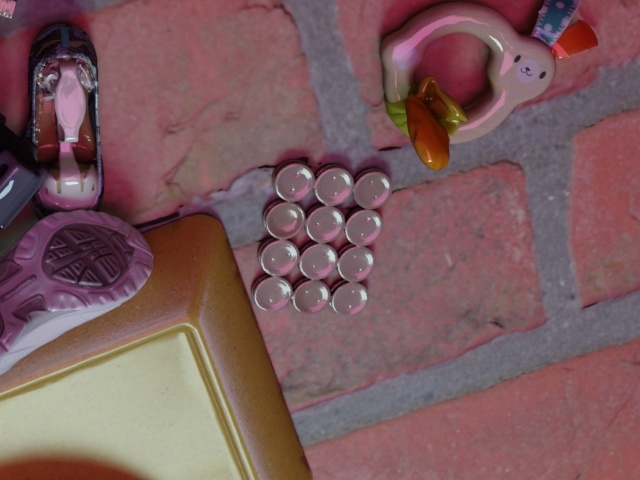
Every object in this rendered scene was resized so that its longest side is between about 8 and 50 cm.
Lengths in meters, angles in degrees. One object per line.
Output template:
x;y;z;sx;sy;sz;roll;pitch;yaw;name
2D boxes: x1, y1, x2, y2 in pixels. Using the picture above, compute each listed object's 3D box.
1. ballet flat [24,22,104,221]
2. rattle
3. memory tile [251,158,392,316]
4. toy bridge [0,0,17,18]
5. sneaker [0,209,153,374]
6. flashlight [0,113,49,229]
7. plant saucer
-0.205;-0.077;1.103;0.070;0.070;0.188;-8;117;-14;ballet flat
0.157;-0.140;1.147;0.200;0.143;0.130;-11;99;-5;rattle
0.000;0.000;1.234;0.113;0.012;0.148;3;114;-19;memory tile
-0.235;-0.263;1.026;0.063;0.026;0.188;13;110;-21;toy bridge
-0.241;0.052;1.107;0.232;0.115;0.090;-27;81;-37;sneaker
-0.341;0.026;1.087;0.103;0.103;0.304;42;99;2;flashlight
-0.191;0.183;1.225;0.333;0.081;0.332;-21;120;-6;plant saucer
